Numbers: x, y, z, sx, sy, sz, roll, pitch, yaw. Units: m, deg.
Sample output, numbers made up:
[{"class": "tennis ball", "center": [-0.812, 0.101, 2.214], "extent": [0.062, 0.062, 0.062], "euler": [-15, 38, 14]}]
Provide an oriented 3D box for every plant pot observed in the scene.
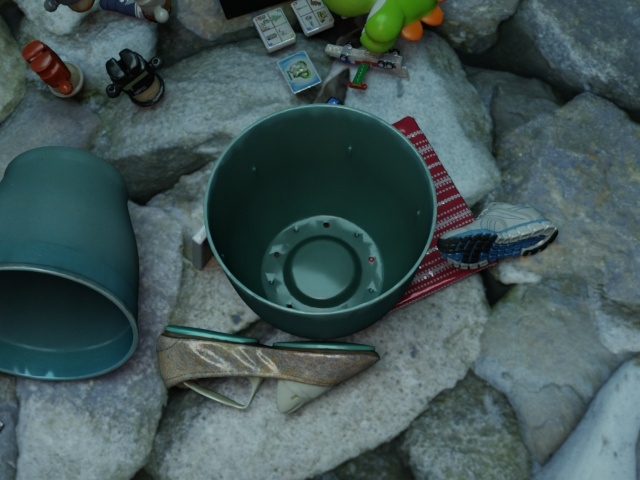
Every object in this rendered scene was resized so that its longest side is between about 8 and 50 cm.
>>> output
[{"class": "plant pot", "center": [-0.375, 0.019, 1.670], "extent": [0.272, 0.271, 0.255], "euler": [-2, 51, 5]}, {"class": "plant pot", "center": [0.000, 0.000, 1.599], "extent": [0.293, 0.235, 0.293], "euler": [0, 67, 0]}]

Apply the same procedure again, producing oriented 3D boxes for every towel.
[{"class": "towel", "center": [0.110, -0.040, 1.756], "extent": [0.199, 0.031, 0.275], "euler": [-25, 69, -7]}]

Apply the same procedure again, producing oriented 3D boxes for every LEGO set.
[{"class": "LEGO set", "center": [0.020, -0.292, 1.874], "extent": [0.182, 0.060, 0.244], "euler": [-24, 55, -4]}]

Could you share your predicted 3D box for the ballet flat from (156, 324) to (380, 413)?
[{"class": "ballet flat", "center": [-0.075, 0.183, 1.654], "extent": [0.316, 0.107, 0.106], "euler": [4, 87, 13]}]

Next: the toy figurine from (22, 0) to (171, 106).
[{"class": "toy figurine", "center": [-0.336, -0.319, 1.844], "extent": [0.213, 0.148, 0.209], "euler": [5, 81, 11]}]

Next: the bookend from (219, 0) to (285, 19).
[{"class": "bookend", "center": [-0.105, -0.461, 1.931], "extent": [0.156, 0.072, 0.157], "euler": [-18, 67, 1]}]

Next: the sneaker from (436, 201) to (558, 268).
[{"class": "sneaker", "center": [0.240, -0.015, 1.698], "extent": [0.191, 0.071, 0.083], "euler": [-8, 50, -28]}]

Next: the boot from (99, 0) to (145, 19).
[{"class": "boot", "center": [-0.297, -0.455, 1.953], "extent": [0.086, 0.069, 0.190], "euler": [13, 71, 8]}]

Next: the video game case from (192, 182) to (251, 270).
[{"class": "video game case", "center": [-0.134, -0.033, 1.709], "extent": [0.019, 0.157, 0.143], "euler": [37, 75, 4]}]

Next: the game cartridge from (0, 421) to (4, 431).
[{"class": "game cartridge", "center": [-0.494, 0.281, 1.689], "extent": [0.056, 0.017, 0.083], "euler": [30, 73, 13]}]

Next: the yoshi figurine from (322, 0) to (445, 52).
[{"class": "yoshi figurine", "center": [0.112, -0.464, 1.845], "extent": [0.203, 0.203, 0.362], "euler": [10, 62, 32]}]
